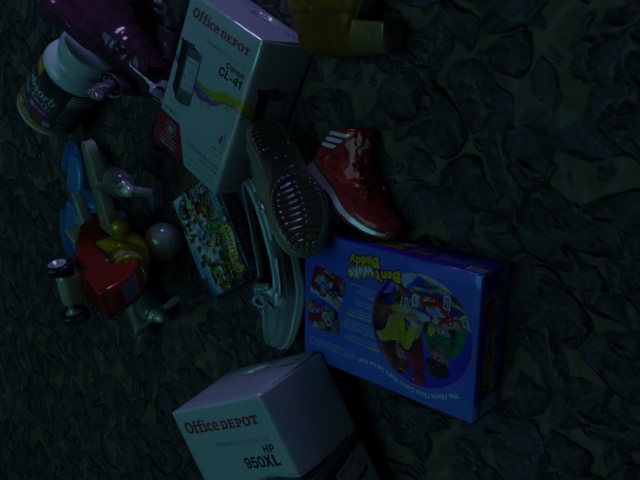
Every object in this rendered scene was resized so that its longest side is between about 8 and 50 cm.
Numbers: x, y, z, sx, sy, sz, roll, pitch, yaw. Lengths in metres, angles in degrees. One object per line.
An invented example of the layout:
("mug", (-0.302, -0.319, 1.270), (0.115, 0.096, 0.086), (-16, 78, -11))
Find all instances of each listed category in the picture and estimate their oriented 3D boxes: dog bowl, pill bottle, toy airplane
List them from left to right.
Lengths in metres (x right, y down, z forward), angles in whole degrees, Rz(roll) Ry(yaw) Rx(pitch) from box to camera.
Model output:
("pill bottle", (-0.600, -0.380, 1.659), (0.278, 0.162, 0.162), (-34, 75, 42))
("dog bowl", (-0.592, -0.103, 1.749), (0.166, 0.074, 0.297), (32, 120, 49))
("toy airplane", (-0.446, 0.015, 1.560), (0.386, 0.272, 0.384), (103, 154, -71))

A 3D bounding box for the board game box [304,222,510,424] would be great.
("board game box", (0.123, 0.119, 1.125), (0.347, 0.078, 0.233), (15, 111, 41))

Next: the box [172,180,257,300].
("box", (-0.213, -0.011, 1.447), (0.159, 0.044, 0.233), (-32, 76, 42))

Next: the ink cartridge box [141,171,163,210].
("ink cartridge box", (-0.387, -0.115, 1.601), (0.048, 0.028, 0.083), (17, 110, 40))

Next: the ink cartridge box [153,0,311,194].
("ink cartridge box", (-0.172, -0.272, 1.300), (0.226, 0.131, 0.306), (41, 125, 30))

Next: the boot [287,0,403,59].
("boot", (0.036, -0.434, 1.090), (0.211, 0.104, 0.295), (19, 115, 39))

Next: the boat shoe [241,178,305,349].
("boat shoe", (-0.093, 0.044, 1.282), (0.118, 0.103, 0.320), (-159, 68, -65))

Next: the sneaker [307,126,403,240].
("sneaker", (0.069, -0.107, 1.137), (0.221, 0.087, 0.128), (44, 126, 27))

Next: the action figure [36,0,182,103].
("action figure", (-0.424, -0.401, 1.471), (0.370, 0.248, 0.276), (50, 167, -6))

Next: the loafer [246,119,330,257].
("loafer", (-0.057, -0.081, 1.180), (0.092, 0.102, 0.268), (103, 151, -61))

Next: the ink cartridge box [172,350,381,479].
("ink cartridge box", (-0.058, 0.426, 1.255), (0.285, 0.166, 0.395), (-23, 93, 44))
